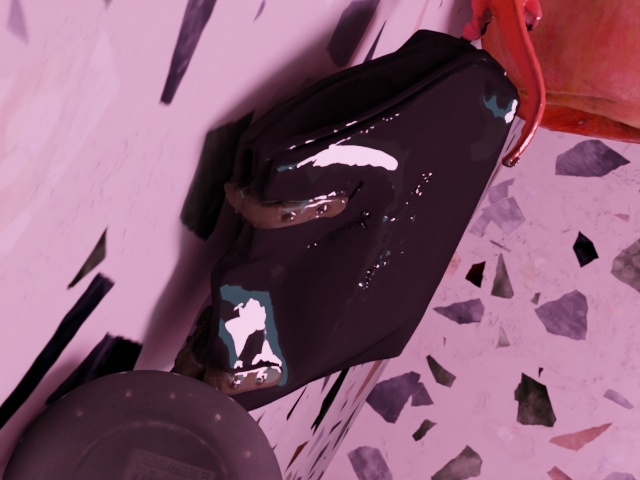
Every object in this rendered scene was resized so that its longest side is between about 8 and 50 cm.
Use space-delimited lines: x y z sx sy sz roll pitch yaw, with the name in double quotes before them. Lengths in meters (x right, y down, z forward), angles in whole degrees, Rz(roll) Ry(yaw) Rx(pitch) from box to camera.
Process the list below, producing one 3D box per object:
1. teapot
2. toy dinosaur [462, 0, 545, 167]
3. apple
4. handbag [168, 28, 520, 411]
"teapot" -0.129 0.195 0.738 0.183 0.183 0.251 -55 180 -22
"toy dinosaur" 0.163 -0.218 0.886 0.139 0.070 0.286 97 -11 -74
"apple" 0.367 -0.284 1.208 0.364 0.364 0.364 -56 168 -18
"handbag" 0.000 0.000 0.855 0.288 0.152 0.342 -24 140 -52
